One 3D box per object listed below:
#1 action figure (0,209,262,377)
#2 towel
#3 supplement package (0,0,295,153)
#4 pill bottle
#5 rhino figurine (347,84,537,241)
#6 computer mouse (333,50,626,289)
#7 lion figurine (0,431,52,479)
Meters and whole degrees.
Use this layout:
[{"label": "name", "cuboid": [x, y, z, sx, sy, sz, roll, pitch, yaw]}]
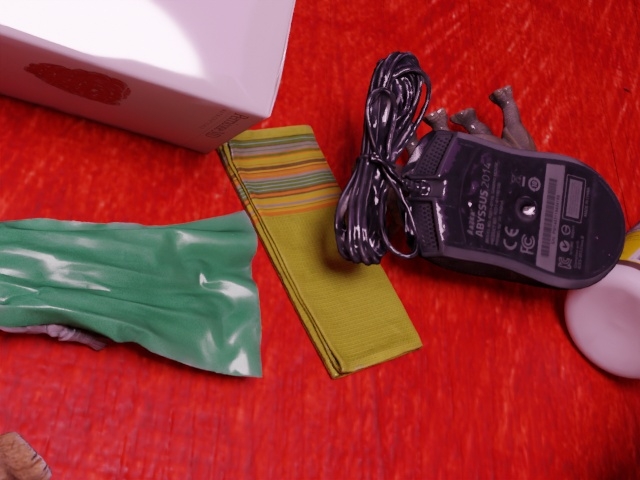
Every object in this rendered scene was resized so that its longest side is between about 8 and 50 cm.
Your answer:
[{"label": "action figure", "cuboid": [-0.157, 0.032, 0.633, 0.232, 0.063, 0.137, 7, 58, -30]}, {"label": "towel", "cuboid": [0.000, 0.000, 0.772, 0.102, 0.021, 0.237, -14, 68, -35]}, {"label": "supplement package", "cuboid": [-0.180, -0.196, 0.663, 0.293, 0.177, 0.175, 15, 80, -20]}, {"label": "pill bottle", "cuboid": [0.339, 0.038, 0.875, 0.215, 0.117, 0.117, -31, 78, -40]}, {"label": "rhino figurine", "cuboid": [0.118, -0.067, 0.849, 0.243, 0.073, 0.106, -24, 84, -35]}, {"label": "computer mouse", "cuboid": [0.141, -0.036, 0.779, 0.272, 0.072, 0.188, 18, 76, -17]}, {"label": "lion figurine", "cuboid": [-0.142, 0.290, 0.439, 0.392, 0.142, 0.240, 41, 70, 19]}]
